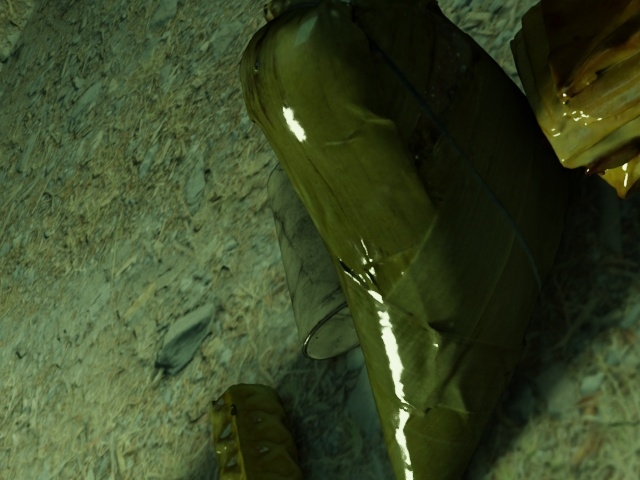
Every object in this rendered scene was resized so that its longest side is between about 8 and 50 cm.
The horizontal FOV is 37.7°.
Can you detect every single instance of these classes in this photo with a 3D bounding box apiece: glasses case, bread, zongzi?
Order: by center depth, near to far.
[{"bbox_3d":[0.320,-0.208,0.739,0.314,0.191,0.370,-39,25,34],"label":"bread"},{"bbox_3d":[0.049,0.012,0.751,0.174,0.356,0.393,5,68,46],"label":"zongzi"},{"bbox_3d":[-0.049,0.277,0.909,0.367,0.084,0.077,-109,16,-52],"label":"bread"},{"bbox_3d":[0.000,0.000,1.087,0.114,0.060,0.299,-42,36,21],"label":"glasses case"}]
